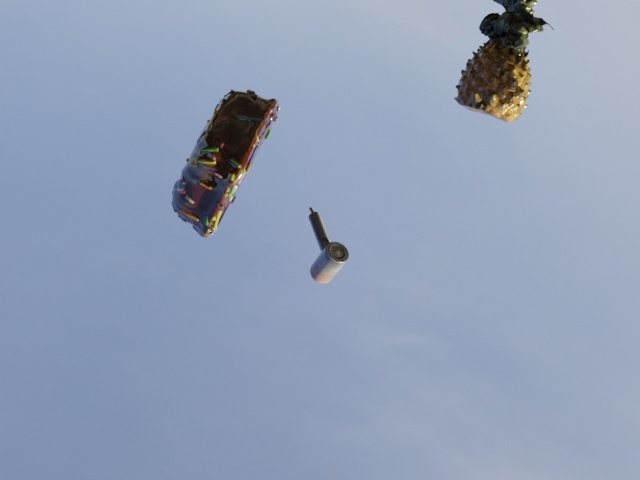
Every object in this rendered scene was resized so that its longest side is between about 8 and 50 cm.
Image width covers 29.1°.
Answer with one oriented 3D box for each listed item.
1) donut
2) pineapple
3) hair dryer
[{"bbox_3d":[-0.143,-0.115,1.792,0.089,0.235,0.235,27,-152,-5],"label":"donut"},{"bbox_3d":[0.290,-0.322,1.856,0.118,0.278,0.130,18,-172,0],"label":"pineapple"},{"bbox_3d":[0.000,0.000,1.807,0.037,0.063,0.114,-3,-121,-31],"label":"hair dryer"}]
